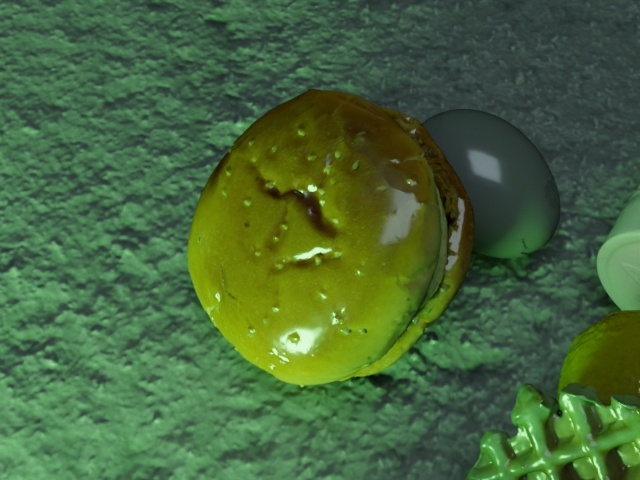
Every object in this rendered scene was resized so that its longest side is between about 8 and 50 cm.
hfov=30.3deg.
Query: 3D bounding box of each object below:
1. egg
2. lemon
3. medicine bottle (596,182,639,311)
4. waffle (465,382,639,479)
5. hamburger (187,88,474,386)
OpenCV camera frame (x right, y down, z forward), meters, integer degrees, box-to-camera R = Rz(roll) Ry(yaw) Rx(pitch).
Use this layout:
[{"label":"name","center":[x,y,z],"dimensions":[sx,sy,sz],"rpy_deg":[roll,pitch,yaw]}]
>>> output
[{"label":"egg","center":[0.182,-0.063,1.335],"dimensions":[0.146,0.146,0.199],"rpy_deg":[-36,69,-17]},{"label":"lemon","center":[0.322,0.160,1.184],"dimensions":[0.180,0.180,0.193],"rpy_deg":[14,70,9]},{"label":"medicine bottle","center":[0.462,-0.057,1.288],"dimensions":[0.212,0.212,0.325],"rpy_deg":[28,66,17]},{"label":"waffle","center":[0.278,0.281,1.094],"dimensions":[0.309,0.292,0.056],"rpy_deg":[17,19,18]},{"label":"hamburger","center":[0.000,0.000,1.254],"dimensions":[0.314,0.170,0.290],"rpy_deg":[-52,59,15]}]
